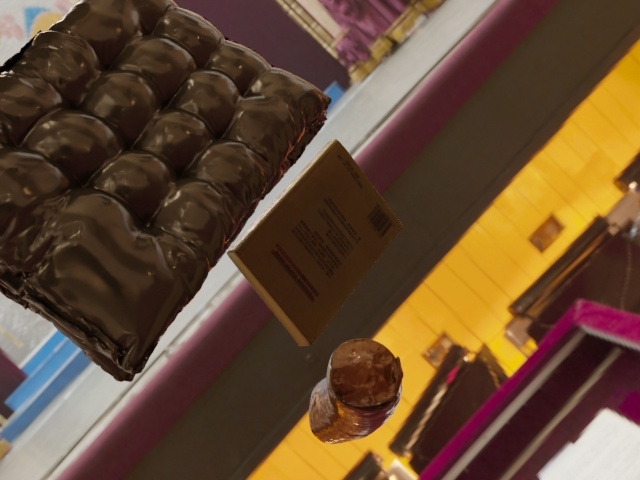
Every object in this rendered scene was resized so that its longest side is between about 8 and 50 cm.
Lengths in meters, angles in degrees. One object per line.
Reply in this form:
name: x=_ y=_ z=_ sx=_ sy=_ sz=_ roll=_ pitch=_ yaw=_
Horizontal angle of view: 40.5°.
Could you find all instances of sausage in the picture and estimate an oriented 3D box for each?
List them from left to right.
sausage: x=0.042 y=0.204 z=1.138 sx=0.109 sy=0.109 sz=0.270 roll=-50 pitch=-6 yaw=-24

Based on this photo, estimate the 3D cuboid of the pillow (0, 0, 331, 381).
pillow: x=-0.150 y=-0.072 z=0.654 sx=0.326 sy=0.228 sz=0.101 roll=-58 pitch=2 yaw=-39

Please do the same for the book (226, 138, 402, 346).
book: x=0.000 y=0.000 z=1.109 sx=0.026 sy=0.161 sz=0.231 roll=-13 pitch=30 yaw=51
